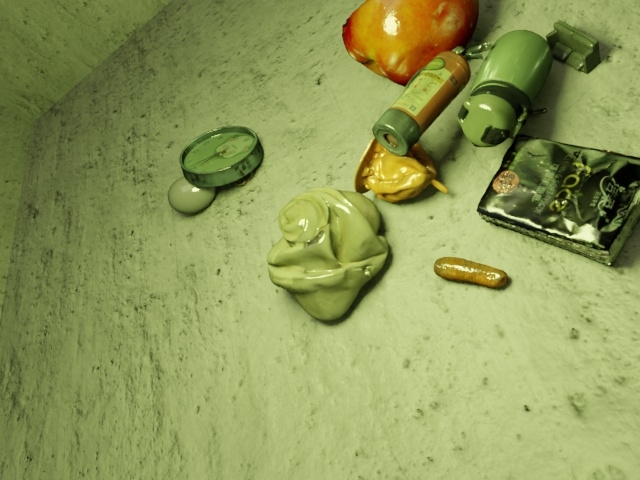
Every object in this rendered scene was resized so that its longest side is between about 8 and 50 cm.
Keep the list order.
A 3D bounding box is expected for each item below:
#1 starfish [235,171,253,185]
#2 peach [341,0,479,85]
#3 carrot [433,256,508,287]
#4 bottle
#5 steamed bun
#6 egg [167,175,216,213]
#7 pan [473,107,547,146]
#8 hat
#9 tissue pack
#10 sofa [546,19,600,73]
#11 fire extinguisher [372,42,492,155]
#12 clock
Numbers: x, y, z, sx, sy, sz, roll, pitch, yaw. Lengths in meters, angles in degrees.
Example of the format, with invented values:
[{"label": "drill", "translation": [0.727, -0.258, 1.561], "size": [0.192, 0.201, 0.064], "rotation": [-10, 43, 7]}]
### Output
[{"label": "starfish", "translation": [-0.290, -0.241, 1.881], "size": [0.091, 0.028, 0.078], "rotation": [-11, 54, 34]}, {"label": "peach", "translation": [0.283, -0.641, 1.507], "size": [0.406, 0.310, 0.335], "rotation": [-33, 12, 2]}, {"label": "carrot", "translation": [0.369, 0.076, 1.226], "size": [0.186, 0.060, 0.060], "rotation": [9, 72, 36]}, {"label": "bottle", "translation": [0.468, -0.381, 1.269], "size": [0.169, 0.168, 0.347], "rotation": [8, 52, 38]}, {"label": "steamed bun", "translation": [0.000, 0.000, 1.398], "size": [0.367, 0.255, 0.342], "rotation": [-48, 46, 2]}, {"label": "egg", "translation": [-0.495, -0.180, 1.914], "size": [0.199, 0.146, 0.146], "rotation": [-15, 58, 18]}, {"label": "pan", "translation": [0.495, -0.345, 1.369], "size": [0.202, 0.048, 0.128], "rotation": [-34, 50, 15]}, {"label": "hat", "translation": [0.261, -0.190, 1.394], "size": [0.233, 0.244, 0.233], "rotation": [33, 125, 25]}, {"label": "tissue pack", "translation": [0.560, -0.110, 1.148], "size": [0.332, 0.123, 0.245], "rotation": [27, 85, 41]}, {"label": "sofa", "translation": [0.663, -0.511, 1.316], "size": [0.060, 0.085, 0.147], "rotation": [-38, 50, 9]}, {"label": "fire extinguisher", "translation": [0.271, -0.400, 1.314], "size": [0.200, 0.113, 0.376], "rotation": [32, 73, 38]}, {"label": "clock", "translation": [-0.377, -0.323, 1.877], "size": [0.319, 0.066, 0.318], "rotation": [-8, 44, 8]}]
